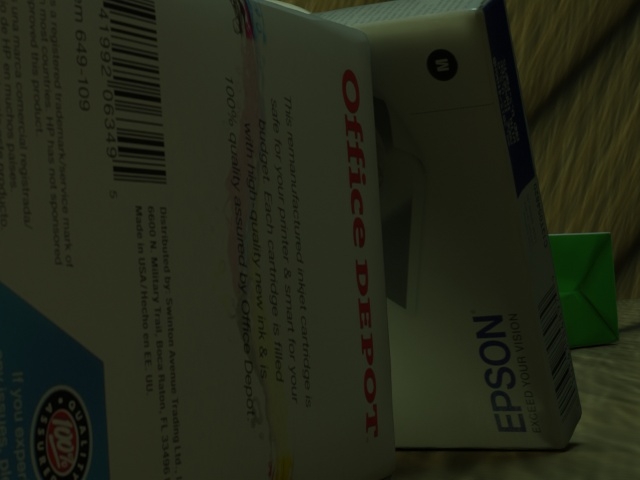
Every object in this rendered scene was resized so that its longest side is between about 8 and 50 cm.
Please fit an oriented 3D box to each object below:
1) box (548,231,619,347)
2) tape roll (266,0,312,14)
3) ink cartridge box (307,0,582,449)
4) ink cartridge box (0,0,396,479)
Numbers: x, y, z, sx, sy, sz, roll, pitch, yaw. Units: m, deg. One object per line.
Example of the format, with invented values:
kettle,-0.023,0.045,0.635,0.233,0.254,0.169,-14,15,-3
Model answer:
box,0.142,0.056,1.420,0.262,0.127,0.231,-3,-2,-39
tape roll,-0.140,-0.036,1.013,0.392,0.392,0.072,-4,-45,32
ink cartridge box,0.000,0.000,0.659,0.224,0.223,0.045,-5,21,27
ink cartridge box,-0.117,0.012,0.500,0.197,0.198,0.270,-5,-3,28
